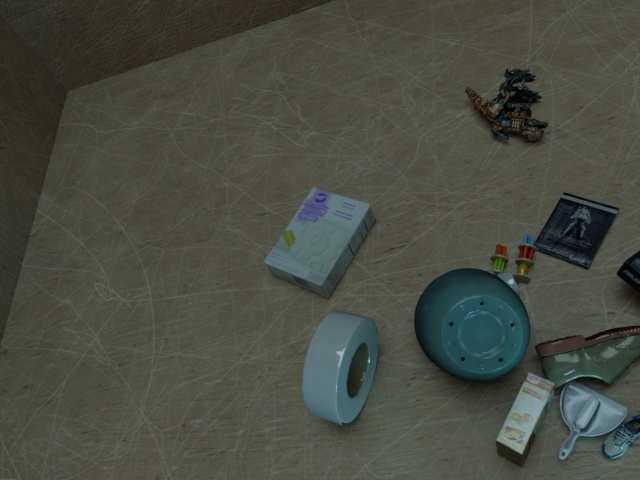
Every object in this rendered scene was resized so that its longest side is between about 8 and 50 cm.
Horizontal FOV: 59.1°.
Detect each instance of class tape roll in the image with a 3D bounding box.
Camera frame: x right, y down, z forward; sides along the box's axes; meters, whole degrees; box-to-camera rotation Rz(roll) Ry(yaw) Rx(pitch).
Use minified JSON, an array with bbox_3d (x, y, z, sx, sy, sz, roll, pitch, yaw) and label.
[{"bbox_3d":[0.059,0.336,1.506,0.100,0.286,0.286,10,61,25],"label":"tape roll"}]

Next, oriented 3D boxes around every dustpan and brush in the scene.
[{"bbox_3d":[0.627,0.442,1.357,0.147,0.060,0.211,27,69,34],"label":"dustpan and brush"}]

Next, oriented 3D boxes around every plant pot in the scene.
[{"bbox_3d":[0.387,0.217,1.415,0.293,0.235,0.293,0,88,7],"label":"plant pot"}]

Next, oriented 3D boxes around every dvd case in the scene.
[{"bbox_3d":[0.752,-0.034,1.665,0.164,0.018,0.221,24,69,33],"label":"dvd case"}]

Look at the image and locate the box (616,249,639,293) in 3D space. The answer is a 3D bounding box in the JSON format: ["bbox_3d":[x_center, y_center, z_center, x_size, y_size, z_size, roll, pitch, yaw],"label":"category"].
[{"bbox_3d":[0.928,0.109,1.416,0.216,0.060,0.270,-27,57,-22],"label":"box"}]

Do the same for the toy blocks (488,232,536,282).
[{"bbox_3d":[0.565,0.042,1.656,0.123,0.054,0.148,8,64,25],"label":"toy blocks"}]

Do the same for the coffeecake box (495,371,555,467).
[{"bbox_3d":[0.495,0.433,1.362,0.068,0.142,0.185,22,68,31],"label":"coffeecake box"}]

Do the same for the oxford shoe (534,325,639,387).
[{"bbox_3d":[0.727,0.289,1.412,0.348,0.123,0.130,-13,77,10],"label":"oxford shoe"}]

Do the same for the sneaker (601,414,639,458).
[{"bbox_3d":[0.712,0.453,1.321,0.135,0.058,0.052,-40,53,-8],"label":"sneaker"}]

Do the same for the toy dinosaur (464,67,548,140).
[{"bbox_3d":[0.636,-0.464,1.931,0.322,0.164,0.218,37,91,14],"label":"toy dinosaur"}]

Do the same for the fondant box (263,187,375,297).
[{"bbox_3d":[0.000,0.000,1.877,0.238,0.096,0.330,19,65,30],"label":"fondant box"}]

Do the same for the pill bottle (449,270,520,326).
[{"bbox_3d":[0.441,0.159,1.587,0.215,0.117,0.117,-21,52,7],"label":"pill bottle"}]
